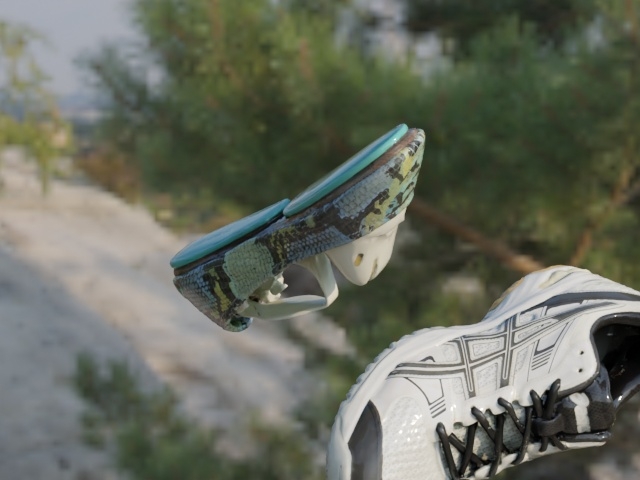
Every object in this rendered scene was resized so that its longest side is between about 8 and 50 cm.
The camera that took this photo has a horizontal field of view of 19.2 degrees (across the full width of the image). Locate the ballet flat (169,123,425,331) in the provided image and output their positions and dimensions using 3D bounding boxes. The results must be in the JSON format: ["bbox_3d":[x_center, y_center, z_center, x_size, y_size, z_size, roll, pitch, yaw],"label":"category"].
[{"bbox_3d":[0.000,0.000,0.968,0.070,0.070,0.188,-3,-17,-41],"label":"ballet flat"}]

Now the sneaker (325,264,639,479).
[{"bbox_3d":[0.038,0.030,0.371,0.083,0.032,0.037,-34,32,-30],"label":"sneaker"}]
